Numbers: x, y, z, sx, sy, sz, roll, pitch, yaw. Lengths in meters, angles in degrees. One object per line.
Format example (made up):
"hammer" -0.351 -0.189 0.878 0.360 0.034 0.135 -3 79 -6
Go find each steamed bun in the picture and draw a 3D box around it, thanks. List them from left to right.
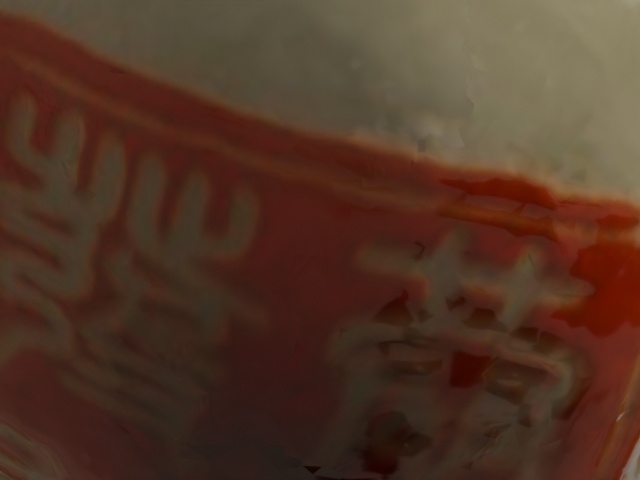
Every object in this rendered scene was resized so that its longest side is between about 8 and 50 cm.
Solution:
"steamed bun" 0.000 0.000 0.560 0.374 0.241 0.374 1 -48 2
